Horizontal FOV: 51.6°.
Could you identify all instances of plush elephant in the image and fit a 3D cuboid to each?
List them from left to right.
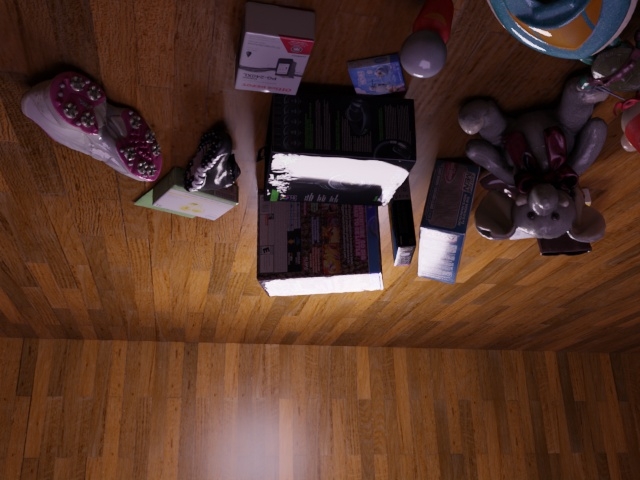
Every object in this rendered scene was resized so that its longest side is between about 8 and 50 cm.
[{"bbox_3d":[0.429,-0.121,1.301,0.272,0.255,0.330,-8,157,15],"label":"plush elephant"}]

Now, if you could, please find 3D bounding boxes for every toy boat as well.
[{"bbox_3d":[0.254,-0.319,0.892,0.318,0.148,0.267,-12,136,42],"label":"toy boat"}]

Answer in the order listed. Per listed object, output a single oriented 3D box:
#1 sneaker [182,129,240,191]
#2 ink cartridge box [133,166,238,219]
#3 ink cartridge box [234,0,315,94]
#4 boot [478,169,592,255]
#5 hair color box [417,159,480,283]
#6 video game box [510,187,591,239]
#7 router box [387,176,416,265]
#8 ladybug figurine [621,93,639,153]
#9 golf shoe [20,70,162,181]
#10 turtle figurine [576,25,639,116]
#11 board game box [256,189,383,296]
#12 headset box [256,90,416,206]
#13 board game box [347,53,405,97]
[{"bbox_3d":[-0.212,-0.165,1.401,0.106,0.078,0.234,3,160,-26],"label":"sneaker"},{"bbox_3d":[-0.329,-0.090,1.605,0.171,0.056,0.235,14,151,-35],"label":"ink cartridge box"},{"bbox_3d":[-0.077,-0.305,1.071,0.109,0.063,0.150,4,157,-12],"label":"ink cartridge box"},{"bbox_3d":[0.487,-0.069,1.498,0.248,0.207,0.090,2,158,-8],"label":"boot"},{"bbox_3d":[0.302,-0.035,1.600,0.105,0.174,0.347,12,160,11],"label":"hair color box"},{"bbox_3d":[0.591,-0.066,1.729,0.187,0.048,0.205,-4,158,11],"label":"video game box"},{"bbox_3d":[0.192,-0.044,1.579,0.046,0.179,0.133,-4,158,0],"label":"router box"},{"bbox_3d":[0.752,-0.237,1.158,0.305,0.162,0.449,14,153,-35],"label":"ladybug figurine"},{"bbox_3d":[-0.425,-0.208,1.258,0.140,0.115,0.306,-1,154,27],"label":"golf shoe"},{"bbox_3d":[0.466,-0.298,1.048,0.234,0.118,0.175,26,128,-24],"label":"turtle figurine"},{"bbox_3d":[0.000,0.000,1.609,0.291,0.232,0.141,-3,159,6],"label":"board game box"},{"bbox_3d":[0.017,-0.172,1.293,0.283,0.131,0.246,3,162,-9],"label":"headset box"},{"bbox_3d":[0.101,-0.291,1.175,0.090,0.020,0.090,-6,158,14],"label":"board game box"}]
